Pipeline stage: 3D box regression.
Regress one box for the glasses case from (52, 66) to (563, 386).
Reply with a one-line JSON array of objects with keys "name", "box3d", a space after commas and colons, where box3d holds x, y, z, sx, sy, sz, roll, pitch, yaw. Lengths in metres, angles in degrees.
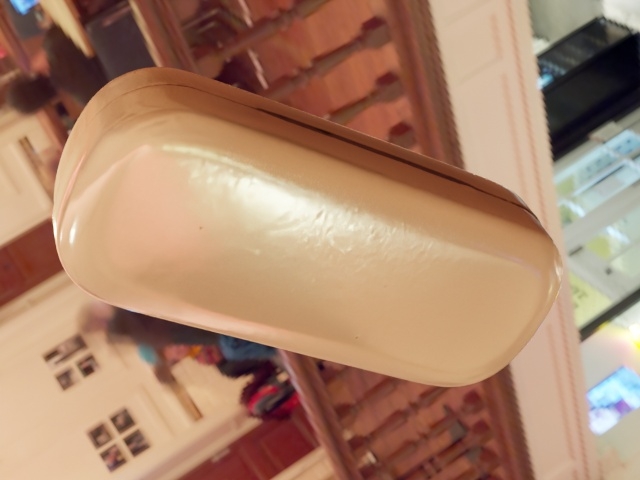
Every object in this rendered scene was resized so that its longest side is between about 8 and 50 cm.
[{"name": "glasses case", "box3d": [0.000, 0.000, 0.392, 0.196, 0.083, 0.050, 18, -157, -27]}]
